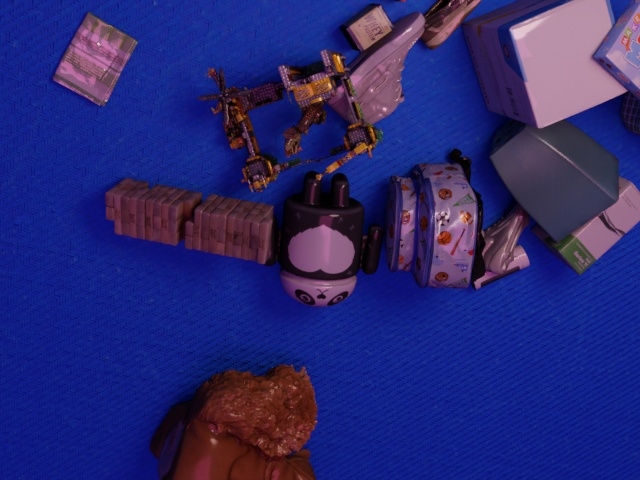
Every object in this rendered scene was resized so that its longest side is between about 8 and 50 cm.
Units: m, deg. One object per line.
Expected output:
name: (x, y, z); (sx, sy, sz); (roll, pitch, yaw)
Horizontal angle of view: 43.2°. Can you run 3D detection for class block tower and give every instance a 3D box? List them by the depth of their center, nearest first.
block tower: (-0.254, -0.042, 1.615); (0.335, 0.097, 0.091); (12, 118, 11)

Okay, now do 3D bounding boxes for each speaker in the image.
speaker: (0.398, 0.059, 1.818); (0.136, 0.055, 0.055); (-24, 109, -1)

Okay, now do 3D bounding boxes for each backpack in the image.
backpack: (0.237, -0.026, 1.659); (0.213, 0.263, 0.277); (-6, 109, -6)

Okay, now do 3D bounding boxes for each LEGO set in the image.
LEGO set: (-0.055, -0.228, 1.541); (0.331, 0.192, 0.255); (-8, 98, 14)

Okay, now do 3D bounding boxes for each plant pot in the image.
plant pot: (0.477, -0.157, 1.686); (0.234, 0.166, 0.165); (39, 129, -12)

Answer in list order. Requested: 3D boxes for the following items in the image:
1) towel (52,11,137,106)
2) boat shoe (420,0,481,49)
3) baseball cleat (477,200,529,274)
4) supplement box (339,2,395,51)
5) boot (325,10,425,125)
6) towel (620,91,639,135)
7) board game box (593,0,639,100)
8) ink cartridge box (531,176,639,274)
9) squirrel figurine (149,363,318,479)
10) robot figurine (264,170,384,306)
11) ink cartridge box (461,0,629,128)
towel: (-0.442, -0.353, 1.585); (0.113, 0.023, 0.152); (29, 101, -16)
boat shoe: (0.273, -0.488, 1.618); (0.073, 0.080, 0.223); (35, 104, -21)
baseball cleat: (0.398, -0.029, 1.782); (0.206, 0.109, 0.072); (-64, 146, -14)
supplement box: (0.092, -0.424, 1.609); (0.083, 0.083, 0.056); (-35, 110, 2)
boot: (0.135, -0.337, 1.643); (0.258, 0.095, 0.123); (-40, 115, 17)
towel: (0.729, -0.341, 1.651); (0.121, 0.235, 0.284); (8, 105, -5)
board game box: (0.614, -0.336, 1.468); (0.211, 0.039, 0.160); (34, 89, -23)
ink cartridge box: (0.587, -0.045, 1.762); (0.208, 0.153, 0.087); (-44, 110, 7)
squirrel figurine: (-0.139, 0.466, 1.759); (0.370, 0.281, 0.397); (25, 104, -21)
robot figurine: (0.002, 0.001, 1.677); (0.173, 0.209, 0.278); (-15, 116, -51)
ink cartridge box: (0.431, -0.362, 1.580); (0.197, 0.270, 0.198); (-23, 109, -2)
